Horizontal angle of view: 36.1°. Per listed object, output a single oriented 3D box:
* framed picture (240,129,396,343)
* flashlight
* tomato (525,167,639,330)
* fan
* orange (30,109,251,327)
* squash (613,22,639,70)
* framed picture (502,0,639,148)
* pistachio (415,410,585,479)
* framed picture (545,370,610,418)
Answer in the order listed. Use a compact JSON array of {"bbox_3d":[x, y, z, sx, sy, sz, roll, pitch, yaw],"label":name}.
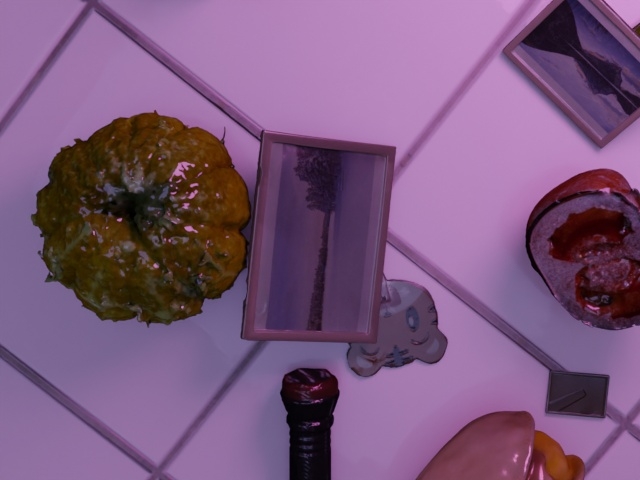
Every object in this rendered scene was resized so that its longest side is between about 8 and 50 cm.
[{"bbox_3d":[0.000,0.000,1.385,0.213,0.016,0.289,5,93,-26],"label":"framed picture"},{"bbox_3d":[-0.016,0.308,1.443,0.093,0.093,0.232,1,101,2],"label":"flashlight"},{"bbox_3d":[0.388,-0.003,1.355,0.180,0.155,0.214,-22,109,23],"label":"tomato"},{"bbox_3d":[0.094,0.085,1.450,0.152,0.008,0.227,-14,95,3],"label":"fan"},{"bbox_3d":[-0.247,-0.033,1.347,0.301,0.223,0.300,4,91,2],"label":"orange"},{"bbox_3d":[0.511,-0.318,1.361,0.318,0.071,0.080,-43,113,9],"label":"squash"},{"bbox_3d":[0.374,-0.244,1.366,0.203,0.015,0.150,45,126,-3],"label":"framed picture"},{"bbox_3d":[0.230,0.392,1.367,0.230,0.230,0.309,41,87,-2],"label":"pistachio"},{"bbox_3d":[0.380,0.228,1.453,0.089,0.006,0.066,4,96,2],"label":"framed picture"}]
